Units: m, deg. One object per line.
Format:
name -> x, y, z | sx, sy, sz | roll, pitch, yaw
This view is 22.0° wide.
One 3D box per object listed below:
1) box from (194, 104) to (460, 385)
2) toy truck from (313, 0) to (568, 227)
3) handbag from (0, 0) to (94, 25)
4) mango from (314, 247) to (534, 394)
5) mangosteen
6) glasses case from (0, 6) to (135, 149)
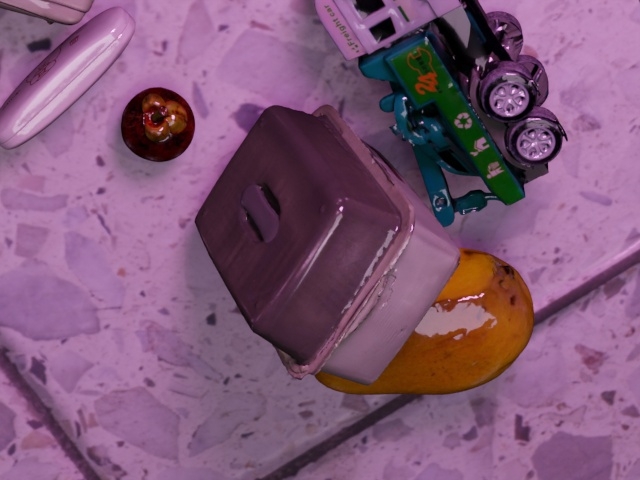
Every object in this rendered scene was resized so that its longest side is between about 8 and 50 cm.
box -> 0.000, 0.000, 1.727 | 0.166, 0.290, 0.220 | 24, 107, -32
toy truck -> 0.129, -0.187, 1.739 | 0.178, 0.176, 0.363 | -25, 117, 14
handbag -> -0.289, -0.385, 1.633 | 0.241, 0.109, 0.315 | 16, 96, -18
mango -> 0.116, 0.102, 1.881 | 0.262, 0.130, 0.167 | -10, 119, 0
mangosteen -> -0.174, -0.122, 1.753 | 0.081, 0.081, 0.081 | -4, 114, -9
glasses case -> -0.269, -0.169, 1.716 | 0.193, 0.074, 0.049 | -41, 114, 8
